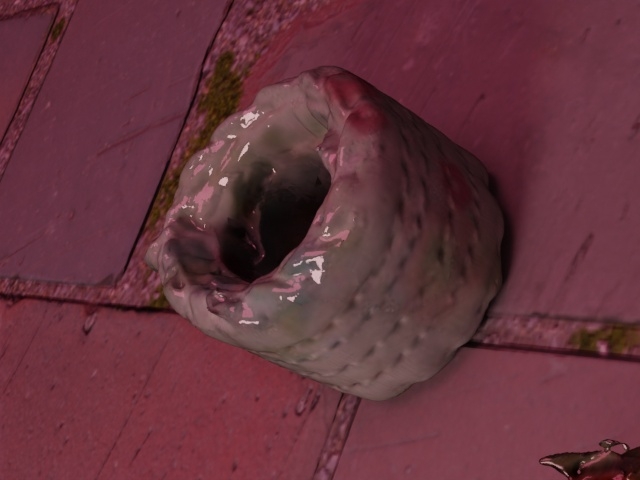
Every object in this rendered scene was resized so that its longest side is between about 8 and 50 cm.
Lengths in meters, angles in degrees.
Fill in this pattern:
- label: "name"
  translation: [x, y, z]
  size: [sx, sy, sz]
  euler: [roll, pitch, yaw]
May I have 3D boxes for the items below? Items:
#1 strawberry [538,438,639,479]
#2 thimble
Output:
- label: "strawberry"
  translation: [0.202, 0.178, 0.642]
  size: [0.174, 0.098, 0.228]
  euler: [-26, 67, 18]
- label: "thimble"
  translation: [0.000, 0.000, 0.968]
  size: [0.211, 0.149, 0.185]
  euler: [-22, 51, 41]
